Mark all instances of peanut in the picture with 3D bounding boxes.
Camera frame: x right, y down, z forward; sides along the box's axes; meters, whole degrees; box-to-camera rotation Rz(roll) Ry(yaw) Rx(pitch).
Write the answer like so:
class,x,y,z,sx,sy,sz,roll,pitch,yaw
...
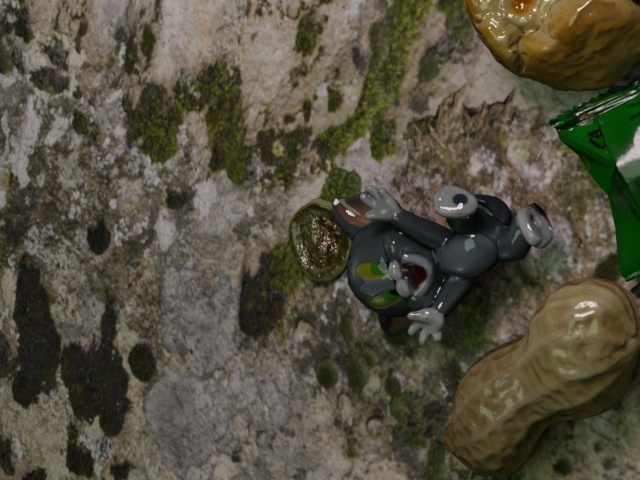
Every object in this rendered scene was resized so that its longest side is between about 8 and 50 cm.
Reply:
class,x,y,z,sx,sy,sz,roll,pitch,yaw
peanut,0.240,0.157,1.382,0.136,0.120,0.298,44,125,3

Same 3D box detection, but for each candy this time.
class,x,y,z,sx,sy,sz,roll,pitch,yaw
candy,0.335,-0.064,1.308,0.141,0.078,0.203,-31,82,36

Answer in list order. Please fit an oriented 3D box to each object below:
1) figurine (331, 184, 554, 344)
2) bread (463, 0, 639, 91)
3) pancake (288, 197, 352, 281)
class,x,y,z,sx,sy,sz,roll,pitch,yaw
figurine,0.127,0.000,1.441,0.265,0.140,0.193,-30,100,24
bread,0.249,-0.272,1.312,0.244,0.134,0.244,8,103,38
pancake,-0.001,-0.001,1.612,0.108,0.017,0.108,3,96,34
